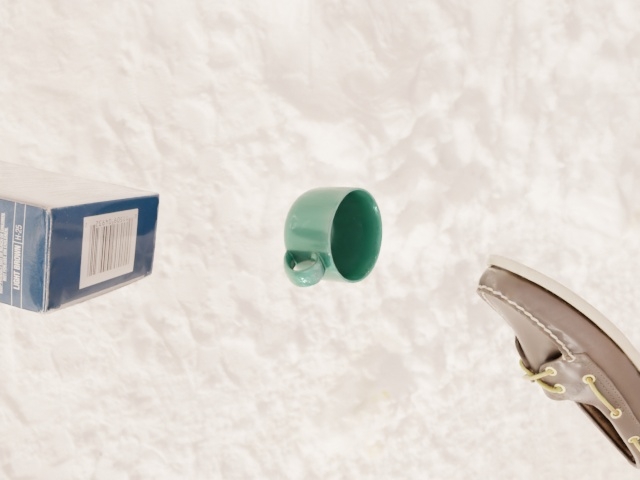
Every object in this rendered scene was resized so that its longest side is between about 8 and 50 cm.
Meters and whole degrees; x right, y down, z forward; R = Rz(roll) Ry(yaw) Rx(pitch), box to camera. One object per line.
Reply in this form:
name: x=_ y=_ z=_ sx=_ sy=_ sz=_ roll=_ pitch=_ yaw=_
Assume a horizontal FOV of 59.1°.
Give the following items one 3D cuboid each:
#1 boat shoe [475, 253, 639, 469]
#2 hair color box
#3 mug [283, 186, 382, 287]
boat shoe: x=0.282 y=0.138 z=0.619 sx=0.324 sy=0.116 sz=0.096 roll=38 pitch=89 yaw=-18
hair color box: x=-0.374 y=-0.027 z=0.612 sx=0.174 sy=0.347 sz=0.105 roll=-26 pitch=127 yaw=-71
mug: x=0.003 y=-0.009 z=0.762 sx=0.158 sy=0.097 sz=0.129 roll=-2 pitch=95 yaw=-53
